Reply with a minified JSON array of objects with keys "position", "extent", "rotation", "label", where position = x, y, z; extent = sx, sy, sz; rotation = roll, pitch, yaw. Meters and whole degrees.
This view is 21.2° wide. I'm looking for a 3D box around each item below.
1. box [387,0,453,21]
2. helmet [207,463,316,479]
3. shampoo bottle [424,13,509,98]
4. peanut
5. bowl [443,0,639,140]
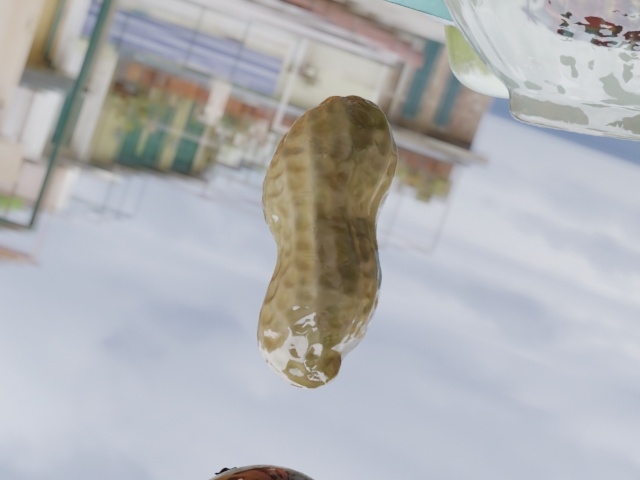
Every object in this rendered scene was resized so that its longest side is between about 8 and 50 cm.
[{"position":[0.188,-0.262,1.558],"extent":[0.245,0.092,0.153],"rotation":[16,-134,-4],"label":"box"},{"position":[-0.056,0.322,1.706],"extent":[0.189,0.193,0.216],"rotation":[-9,-136,-36],"label":"helmet"},{"position":[0.257,-0.328,1.878],"extent":[0.322,0.317,0.322],"rotation":[-9,-161,3],"label":"shampoo bottle"},{"position":[0.000,0.000,1.714],"extent":[0.136,0.298,0.120],"rotation":[0,169,36],"label":"peanut"},{"position":[0.211,-0.146,1.132],"extent":[0.337,0.157,0.337],"rotation":[8,-173,-1],"label":"bowl"}]
